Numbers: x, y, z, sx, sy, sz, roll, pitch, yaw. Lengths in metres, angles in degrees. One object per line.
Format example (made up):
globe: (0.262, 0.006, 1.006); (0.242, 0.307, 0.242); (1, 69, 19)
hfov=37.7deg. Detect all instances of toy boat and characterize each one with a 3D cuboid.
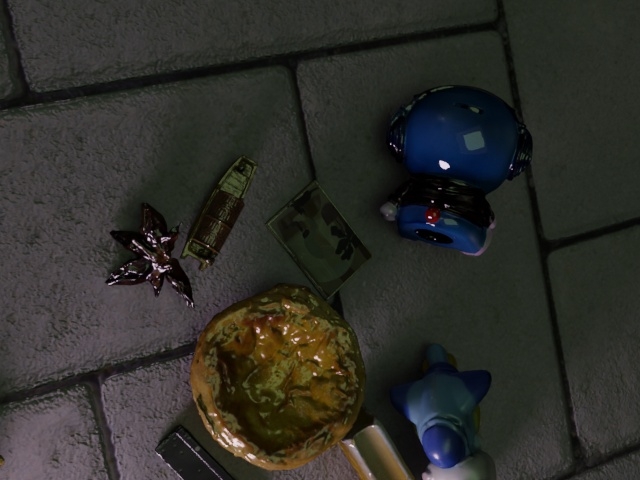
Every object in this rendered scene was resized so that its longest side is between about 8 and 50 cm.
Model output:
toy boat: (-0.181, -0.053, 1.728); (0.068, 0.088, 0.226); (31, 81, -20)

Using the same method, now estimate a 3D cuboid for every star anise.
star anise: (-0.313, 0.032, 1.686); (0.156, 0.053, 0.213); (-6, 111, 6)

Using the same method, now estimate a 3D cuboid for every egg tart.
egg tart: (-0.076, 0.254, 1.741); (0.340, 0.129, 0.342); (1, 84, -5)

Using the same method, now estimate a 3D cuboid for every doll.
doll: (0.260, -0.151, 1.831); (0.284, 0.240, 0.310); (16, 79, 6)
doll: (0.243, 0.385, 1.810); (0.186, 0.376, 0.366); (-9, 85, -13)

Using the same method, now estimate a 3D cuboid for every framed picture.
framed picture: (0.000, 0.000, 1.848); (0.136, 0.010, 0.201); (-43, 106, -17)

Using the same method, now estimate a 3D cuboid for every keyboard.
keyboard: (-0.214, 0.446, 1.769); (0.072, 0.023, 0.231); (-43, 107, -9)

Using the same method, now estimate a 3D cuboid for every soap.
soap: (0.123, 0.454, 1.833); (0.089, 0.173, 0.274); (-34, 104, -10)

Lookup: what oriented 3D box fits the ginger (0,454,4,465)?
ginger: (-0.591, 0.410, 1.576); (0.115, 0.081, 0.206); (-16, 92, -35)
